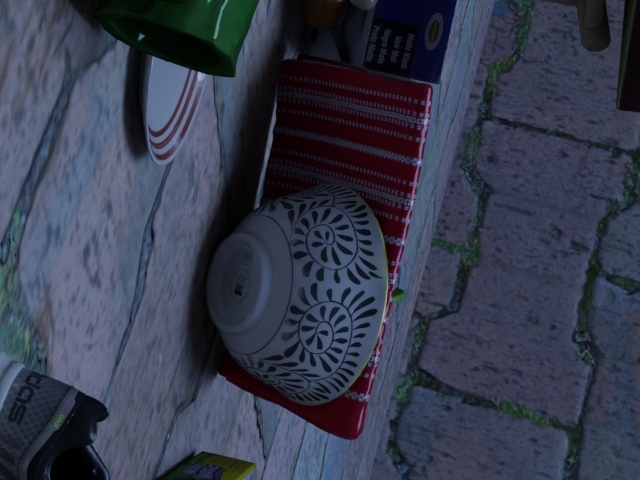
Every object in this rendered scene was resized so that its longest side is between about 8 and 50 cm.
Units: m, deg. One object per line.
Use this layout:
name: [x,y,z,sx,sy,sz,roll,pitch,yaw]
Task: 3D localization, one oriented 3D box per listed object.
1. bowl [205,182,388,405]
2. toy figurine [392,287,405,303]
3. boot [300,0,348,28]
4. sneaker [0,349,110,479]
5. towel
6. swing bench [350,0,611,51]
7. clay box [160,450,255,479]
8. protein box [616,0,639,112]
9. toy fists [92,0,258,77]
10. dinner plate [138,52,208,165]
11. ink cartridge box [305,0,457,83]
bowl: [-0.032,0.036,1.335,0.170,0.080,0.170,-14,-108,51]
toy figurine: [-0.004,-0.024,1.555,0.173,0.130,0.159,-10,100,-55]
boot: [0.020,-0.276,1.409,0.152,0.073,0.197,105,1,-55]
sneaker: [-0.139,0.136,0.870,0.063,0.075,0.170,-60,161,-65]
towel: [0.000,0.000,1.392,0.199,0.031,0.274,22,-78,56]
swing bench: [0.113,-0.279,1.027,0.253,0.165,0.254,67,35,-75]
clay box: [-0.105,0.239,1.348,0.222,0.053,0.127,-9,112,-80]
protein box: [0.254,-0.202,1.039,0.201,0.136,0.199,84,14,-61]
toy fists: [-0.069,-0.175,0.823,0.279,0.096,0.142,56,53,-80]
dinner plate: [-0.085,-0.114,1.064,0.141,0.017,0.141,12,90,-82]
ink cartridge box: [0.059,-0.241,1.448,0.224,0.045,0.223,-158,-101,-70]
